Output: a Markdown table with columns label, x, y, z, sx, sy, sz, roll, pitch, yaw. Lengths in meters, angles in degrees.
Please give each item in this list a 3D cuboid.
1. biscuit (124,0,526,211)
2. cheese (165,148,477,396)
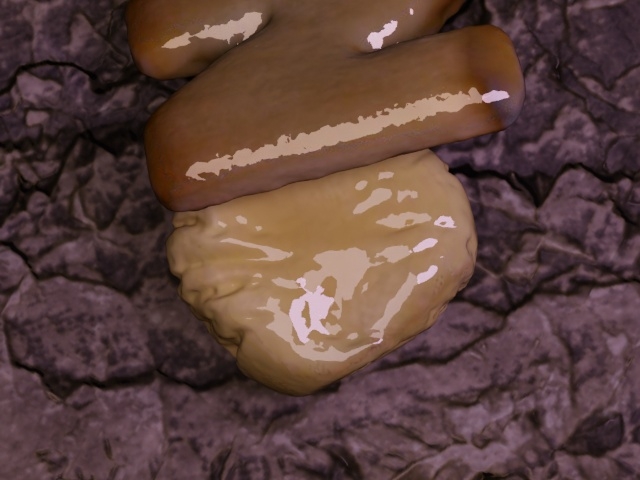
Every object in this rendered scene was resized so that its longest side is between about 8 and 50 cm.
| label | x | y | z | sx | sy | sz | roll | pitch | yaw |
| --- | --- | --- | --- | --- | --- | --- | --- | --- | --- |
| biscuit | -0.003 | -0.146 | 1.385 | 0.291 | 0.062 | 0.237 | -14 | 50 | 4 |
| cheese | 0.000 | 0.000 | 1.408 | 0.226 | 0.117 | 0.214 | -37 | 81 | -4 |
